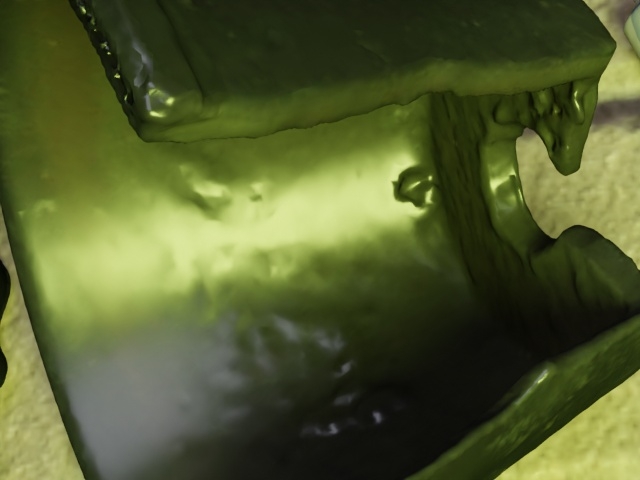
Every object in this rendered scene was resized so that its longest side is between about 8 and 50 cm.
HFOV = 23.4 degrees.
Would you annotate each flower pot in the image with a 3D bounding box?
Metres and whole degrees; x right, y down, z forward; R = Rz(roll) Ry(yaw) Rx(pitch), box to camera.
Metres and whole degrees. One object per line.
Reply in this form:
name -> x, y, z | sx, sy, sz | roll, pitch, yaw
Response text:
flower pot -> 0.000, 0.000, 0.747 | 0.251, 0.379, 0.379 | -19, 55, -21

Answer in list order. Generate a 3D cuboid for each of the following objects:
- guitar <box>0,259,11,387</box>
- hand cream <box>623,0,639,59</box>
guitar -> -0.203, 0.096, 0.844 | 0.084, 0.038, 0.271 | -22, 42, 1
hand cream -> 0.225, -0.108, 0.898 | 0.084, 0.053, 0.142 | -32, 68, -8
